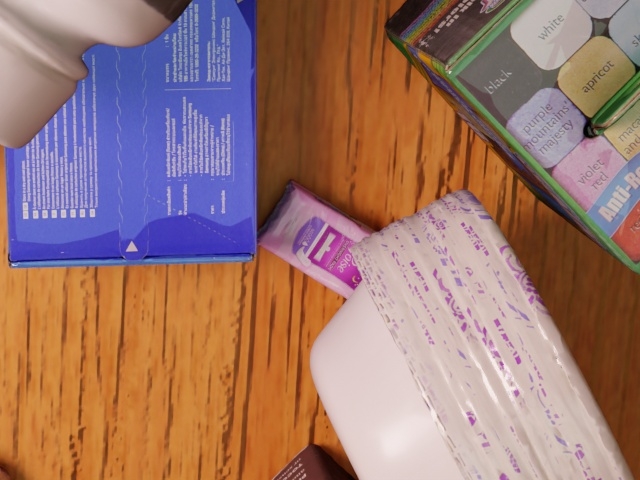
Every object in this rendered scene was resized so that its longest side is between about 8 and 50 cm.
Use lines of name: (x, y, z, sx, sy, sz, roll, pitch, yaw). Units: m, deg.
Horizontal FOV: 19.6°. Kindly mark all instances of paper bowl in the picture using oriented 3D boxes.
paper bowl: (0.096, 0.122, 1.186, 0.148, 0.284, 0.284, -28, 106, 1)

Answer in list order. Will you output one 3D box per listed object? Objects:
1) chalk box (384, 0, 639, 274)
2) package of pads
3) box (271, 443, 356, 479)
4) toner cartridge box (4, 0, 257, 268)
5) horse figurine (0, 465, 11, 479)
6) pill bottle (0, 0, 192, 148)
chalk box: (0.180, -0.113, 1.137, 0.180, 0.289, 0.179, -44, 106, 4)
package of pads: (0.000, 0.000, 1.272, 0.083, 0.032, 0.050, 32, 100, -14)
box: (0.006, 0.278, 1.254, 0.167, 0.203, 0.168, -44, 106, 4)
toner cartridge box: (-0.125, -0.160, 1.192, 0.165, 0.075, 0.348, -1, 104, -7)
horse figurine: (-0.345, 0.141, 1.241, 0.174, 0.066, 0.263, -36, 109, 8)
pill bottle: (-0.112, -0.239, 1.029, 0.204, 0.204, 0.361, 40, 94, -15)
